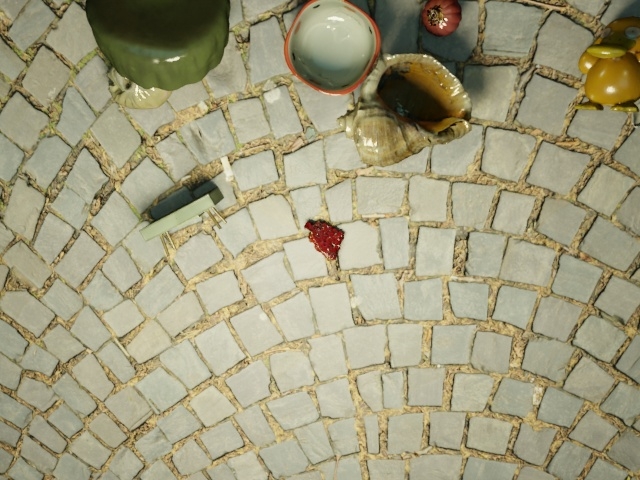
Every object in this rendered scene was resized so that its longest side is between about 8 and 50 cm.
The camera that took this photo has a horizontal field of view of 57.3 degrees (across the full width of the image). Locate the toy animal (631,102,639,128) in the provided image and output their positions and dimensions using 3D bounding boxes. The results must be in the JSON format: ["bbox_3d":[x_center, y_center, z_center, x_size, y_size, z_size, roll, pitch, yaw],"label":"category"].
[{"bbox_3d":[0.909,-0.386,1.555,0.182,0.131,0.127,-15,82,18],"label":"toy animal"}]

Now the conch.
[{"bbox_3d":[0.217,-0.349,1.580,0.352,0.210,0.297,-3,106,-17],"label":"conch"}]

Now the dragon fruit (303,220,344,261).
[{"bbox_3d":[0.000,0.001,1.770,0.131,0.063,0.097,28,73,-4],"label":"dragon fruit"}]

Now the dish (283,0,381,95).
[{"bbox_3d":[0.034,-0.520,1.578,0.256,0.117,0.256,1,106,5],"label":"dish"}]

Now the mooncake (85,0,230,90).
[{"bbox_3d":[-0.408,-0.569,1.506,0.356,0.194,0.356,1,77,-4],"label":"mooncake"}]

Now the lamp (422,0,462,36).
[{"bbox_3d":[0.321,-0.595,1.549,0.107,0.092,0.107,14,113,37],"label":"lamp"}]

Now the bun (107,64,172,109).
[{"bbox_3d":[-0.512,-0.456,1.632,0.193,0.128,0.178,4,107,5],"label":"bun"}]

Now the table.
[{"bbox_3d":[-0.392,-0.049,1.739,0.240,0.121,0.111,-27,102,11],"label":"table"}]

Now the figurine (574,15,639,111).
[{"bbox_3d":[0.777,-0.453,1.527,0.215,0.215,0.228,-12,119,7],"label":"figurine"}]
